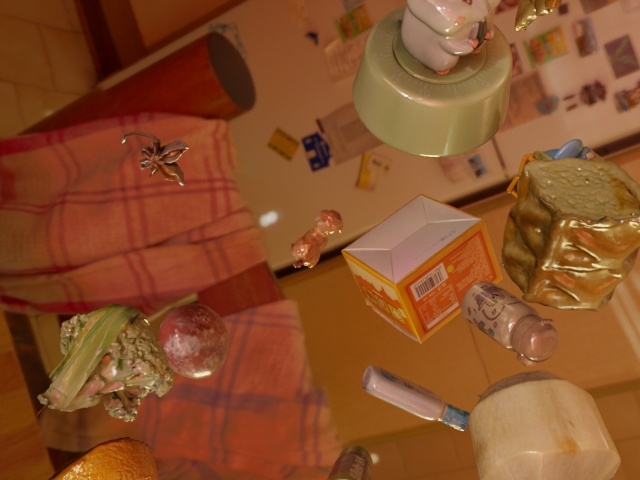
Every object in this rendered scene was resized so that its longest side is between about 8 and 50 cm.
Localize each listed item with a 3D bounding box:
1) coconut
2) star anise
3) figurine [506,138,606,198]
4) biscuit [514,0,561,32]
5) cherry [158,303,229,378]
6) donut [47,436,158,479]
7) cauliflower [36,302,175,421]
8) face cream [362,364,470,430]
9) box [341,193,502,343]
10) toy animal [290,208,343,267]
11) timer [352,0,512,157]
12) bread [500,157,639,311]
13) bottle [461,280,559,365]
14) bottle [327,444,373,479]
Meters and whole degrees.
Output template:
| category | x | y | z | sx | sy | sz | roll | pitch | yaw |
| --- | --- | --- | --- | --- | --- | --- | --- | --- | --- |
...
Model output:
| category | x | y | z | sx | sy | sz | roll | pitch | yaw |
| --- | --- | --- | --- | --- | --- | --- | --- | --- | --- |
| coconut | 0.475 | 0.450 | 1.486 | 0.323 | 0.322 | 0.323 | 45 | 34 | -43 |
| star anise | -0.440 | -0.244 | 1.842 | 0.148 | 0.218 | 0.228 | 56 | 12 | -42 |
| figurine | 0.499 | -0.114 | 1.413 | 0.261 | 0.180 | 0.154 | 3 | 64 | -45 |
| biscuit | 0.519 | -0.581 | 1.604 | 0.299 | 0.045 | 0.154 | -96 | -155 | -84 |
| cherry | -0.399 | 0.321 | 2.186 | 0.236 | 0.213 | 0.285 | 50 | 10 | 24 |
| donut | -0.446 | 0.503 | 1.391 | 0.253 | 0.253 | 0.118 | 29 | 23 | -56 |
| cauliflower | -0.450 | 0.264 | 1.402 | 0.256 | 0.239 | 0.315 | 46 | 49 | 7 |
| face cream | 0.290 | 0.481 | 2.083 | 0.336 | 0.080 | 0.163 | 25 | 3 | -2 |
| box | 0.258 | 0.065 | 1.745 | 0.259 | 0.283 | 0.214 | 32 | -27 | 57 |
| toy animal | -0.007 | -0.005 | 2.107 | 0.104 | 0.185 | 0.184 | 44 | 20 | -7 |
| timer | 0.208 | -0.343 | 1.164 | 0.315 | 0.290 | 0.291 | 93 | -7 | -60 |
| bread | 0.437 | -0.013 | 1.203 | 0.239 | 0.195 | 0.252 | -120 | -163 | -44 |
| bottle | 0.368 | 0.166 | 1.337 | 0.097 | 0.110 | 0.209 | 4 | 18 | -25 |
| bottle | 0.063 | 0.519 | 1.489 | 0.330 | 0.093 | 0.093 | 38 | 35 | -82 |
